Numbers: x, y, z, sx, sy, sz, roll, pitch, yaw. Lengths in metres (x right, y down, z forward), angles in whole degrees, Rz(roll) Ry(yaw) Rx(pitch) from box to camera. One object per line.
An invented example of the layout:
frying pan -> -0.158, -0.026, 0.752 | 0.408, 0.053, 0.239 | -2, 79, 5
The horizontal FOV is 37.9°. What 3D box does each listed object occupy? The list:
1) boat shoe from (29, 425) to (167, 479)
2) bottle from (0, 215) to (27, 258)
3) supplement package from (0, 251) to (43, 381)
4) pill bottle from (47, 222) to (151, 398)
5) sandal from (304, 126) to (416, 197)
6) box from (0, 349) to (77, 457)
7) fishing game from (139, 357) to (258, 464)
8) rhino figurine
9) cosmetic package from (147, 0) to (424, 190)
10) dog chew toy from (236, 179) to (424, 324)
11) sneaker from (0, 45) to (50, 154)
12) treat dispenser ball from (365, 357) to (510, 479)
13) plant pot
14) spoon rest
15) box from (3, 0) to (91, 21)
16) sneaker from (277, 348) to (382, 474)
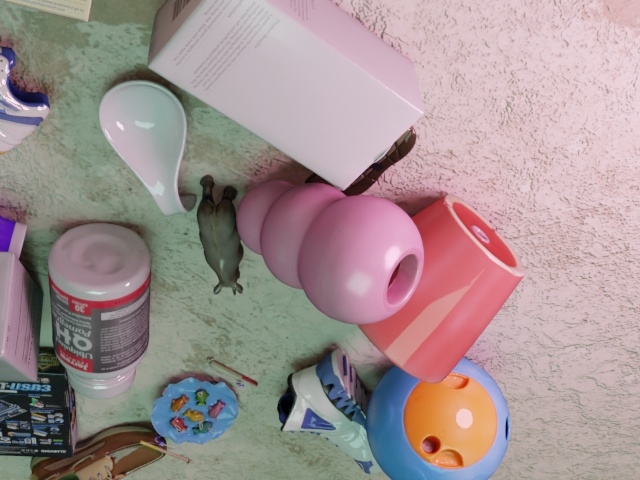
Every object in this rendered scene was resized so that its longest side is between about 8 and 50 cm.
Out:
boat shoe -> -0.493, 0.506, 2.055 | 0.324, 0.120, 0.122 | -18, 131, 12
bottle -> -0.641, -0.029, 1.559 | 0.282, 0.118, 0.092 | 14, 129, -17
supplement package -> -0.592, 0.137, 1.595 | 0.177, 0.175, 0.293 | 2, 163, -7
pill bottle -> -0.398, 0.139, 1.689 | 0.176, 0.176, 0.318 | 4, 132, -8
sandal -> 0.065, -0.139, 1.547 | 0.090, 0.060, 0.219 | 29, 127, -32
box -> -0.659, 0.335, 1.920 | 0.295, 0.073, 0.293 | 3, 131, -7
fishing game -> -0.264, 0.366, 1.965 | 0.189, 0.041, 0.264 | 34, 108, -29
rhino figurine -> -0.171, 0.011, 1.636 | 0.073, 0.106, 0.243 | -5, 132, 1
cosmetic package -> -0.047, -0.257, 1.369 | 0.365, 0.155, 0.197 | 31, 124, -29
dog chew toy -> 0.000, 0.000, 1.504 | 0.332, 0.206, 0.207 | 26, 142, 32
sneaker -> -0.526, -0.269, 1.377 | 0.131, 0.112, 0.296 | -35, 129, 3
treat dispenser ball -> 0.234, 0.368, 1.869 | 0.288, 0.288, 0.288 | -2, 132, -2
plant pot -> 0.203, 0.069, 1.630 | 0.275, 0.275, 0.243 | 32, 113, -29
spoon rest -> -0.265, -0.141, 1.508 | 0.137, 0.084, 0.276 | -11, 133, 6
box -> -0.313, -0.437, 1.145 | 0.117, 0.213, 0.243 | 12, 131, -15
sneaker -> 0.012, 0.368, 1.977 | 0.182, 0.127, 0.315 | -16, 125, 15
